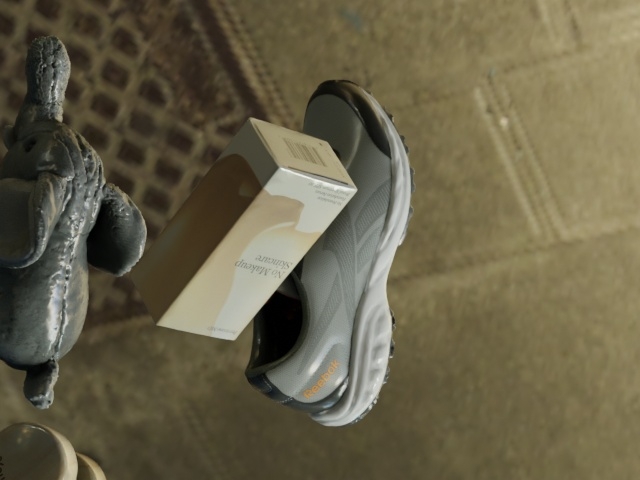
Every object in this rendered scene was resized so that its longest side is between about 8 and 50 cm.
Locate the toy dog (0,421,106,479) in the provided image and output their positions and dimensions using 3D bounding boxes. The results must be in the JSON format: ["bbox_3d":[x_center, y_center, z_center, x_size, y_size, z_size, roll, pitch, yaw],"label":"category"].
[{"bbox_3d":[-0.353,0.263,1.623,0.334,0.161,0.220,-10,158,31],"label":"toy dog"}]

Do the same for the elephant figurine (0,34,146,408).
[{"bbox_3d":[-0.240,-0.020,1.521,0.186,0.169,0.239,33,116,-4],"label":"elephant figurine"}]

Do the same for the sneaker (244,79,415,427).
[{"bbox_3d":[0.000,0.000,1.329,0.108,0.271,0.100,19,157,-36],"label":"sneaker"}]

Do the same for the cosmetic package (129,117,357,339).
[{"bbox_3d":[-0.041,-0.004,0.910,0.060,0.041,0.115,13,125,-42],"label":"cosmetic package"}]
